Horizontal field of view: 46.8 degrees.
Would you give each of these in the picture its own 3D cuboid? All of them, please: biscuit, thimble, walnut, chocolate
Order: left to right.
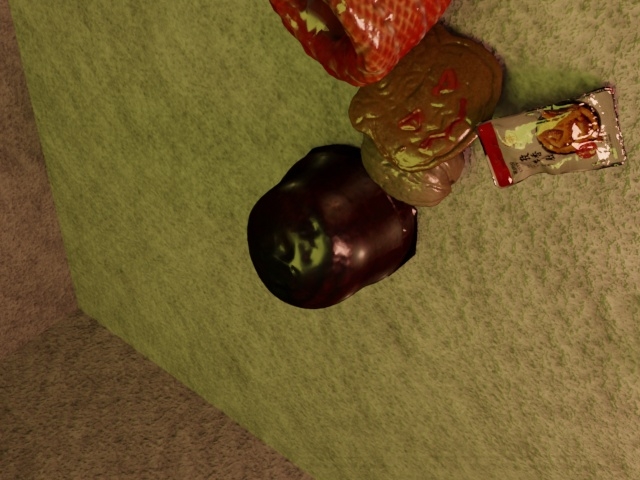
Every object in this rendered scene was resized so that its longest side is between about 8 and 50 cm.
[{"bbox_3d":[0.000,0.000,1.713,0.383,0.331,0.384,25,137,26],"label":"chocolate"},{"bbox_3d":[0.055,-0.452,1.279,0.350,0.230,0.350,45,173,7],"label":"thimble"},{"bbox_3d":[0.183,-0.172,1.517,0.230,0.178,0.178,31,138,23],"label":"walnut"},{"bbox_3d":[0.199,-0.272,1.402,0.257,0.049,0.273,44,100,16],"label":"biscuit"}]

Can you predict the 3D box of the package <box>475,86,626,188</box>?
[{"bbox_3d":[0.414,-0.179,1.332,0.239,0.030,0.154,-11,122,24],"label":"package"}]
